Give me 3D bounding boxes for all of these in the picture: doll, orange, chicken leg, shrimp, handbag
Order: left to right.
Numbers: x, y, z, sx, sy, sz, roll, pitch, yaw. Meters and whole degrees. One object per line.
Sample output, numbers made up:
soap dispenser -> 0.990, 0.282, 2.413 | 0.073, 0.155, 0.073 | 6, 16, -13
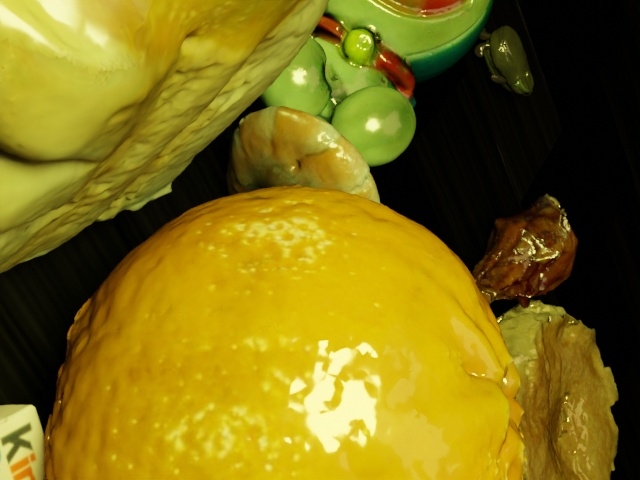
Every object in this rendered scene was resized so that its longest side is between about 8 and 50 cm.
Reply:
shrimp -> -0.016, -0.005, 0.828 | 0.254, 0.145, 0.059 | 80, 32, -47
orange -> -0.007, 0.127, 0.661 | 0.340, 0.293, 0.341 | -9, 90, -68
doll -> 0.043, -0.211, 0.898 | 0.198, 0.186, 0.322 | 35, 71, -8
chicken leg -> 0.205, 0.047, 1.153 | 0.304, 0.093, 0.113 | -32, 90, -41
handbag -> 0.244, -0.226, 1.267 | 0.111, 0.047, 0.072 | 48, 44, -37

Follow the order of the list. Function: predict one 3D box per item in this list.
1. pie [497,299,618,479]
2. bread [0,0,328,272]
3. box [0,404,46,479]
pie -> 0.285, 0.238, 1.217 | 0.339, 0.083, 0.339 | 8, 79, -50
bread -> -0.142, -0.134, 0.526 | 0.210, 0.341, 0.300 | 52, 48, -2
box -> -0.237, 0.269, 0.555 | 0.265, 0.048, 0.273 | -28, 106, -52
